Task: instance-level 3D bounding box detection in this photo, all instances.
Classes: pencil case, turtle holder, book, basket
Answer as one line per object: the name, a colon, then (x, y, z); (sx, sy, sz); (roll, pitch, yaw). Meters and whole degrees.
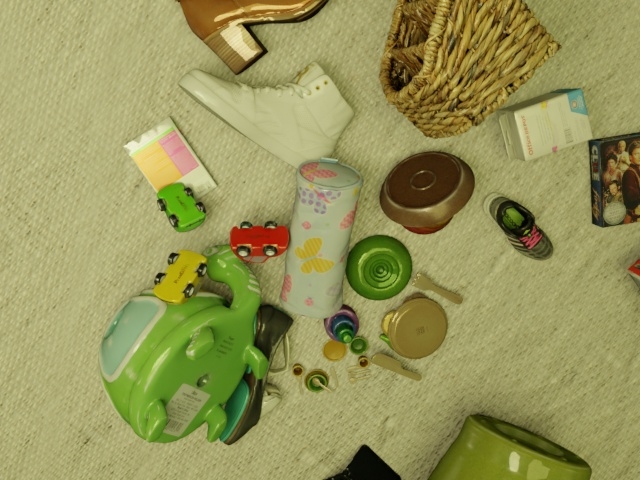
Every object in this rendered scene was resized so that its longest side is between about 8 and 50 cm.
pencil case: (0.000, 0.000, 1.101); (0.113, 0.124, 0.273); (13, 121, 7)
turtle holder: (-0.240, 0.166, 1.087); (0.227, 0.243, 0.320); (31, 110, 33)
book: (-0.260, -0.130, 1.125); (0.096, 0.035, 0.144); (-32, 105, 1)
basket: (0.171, -0.304, 0.990); (0.213, 0.299, 0.223); (-43, 106, 7)

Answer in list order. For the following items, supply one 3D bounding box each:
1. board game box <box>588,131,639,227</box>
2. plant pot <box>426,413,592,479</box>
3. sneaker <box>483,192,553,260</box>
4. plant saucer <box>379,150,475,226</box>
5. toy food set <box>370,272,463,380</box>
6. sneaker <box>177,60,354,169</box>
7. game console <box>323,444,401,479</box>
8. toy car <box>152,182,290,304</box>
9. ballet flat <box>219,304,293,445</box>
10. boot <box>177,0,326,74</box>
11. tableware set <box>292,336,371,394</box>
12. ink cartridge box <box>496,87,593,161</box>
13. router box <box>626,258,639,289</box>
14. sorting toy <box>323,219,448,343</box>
board game box: (0.631, -0.125, 1.209); (0.243, 0.042, 0.165); (-10, 104, -3)
plant pot: (0.328, 0.532, 1.203); (0.366, 0.366, 0.353); (20, 89, -10)
sneaker: (0.373, -0.018, 1.192); (0.063, 0.075, 0.170); (-45, 104, 5)
plant saucer: (0.179, -0.097, 1.112); (0.168, 0.168, 0.029); (-30, 135, 2)
toy food set: (0.182, 0.165, 1.241); (0.132, 0.038, 0.192); (27, 94, -18)
sneaker: (-0.077, -0.239, 1.066); (0.292, 0.108, 0.169); (29, 97, -33)
game console: (0.084, 0.493, 1.317); (0.122, 0.071, 0.107); (46, 125, -13)
toy car: (-0.198, -0.008, 1.072); (0.239, 0.225, 0.053); (-27, 148, -23)
ballet flat: (-0.111, 0.258, 1.204); (0.096, 0.095, 0.280); (12, 102, -21)
boot: (-0.104, -0.436, 1.043); (0.283, 0.109, 0.220); (-36, 100, 11)
tableware set: (0.022, 0.242, 1.245); (0.154, 0.024, 0.104); (-12, 104, -2)
ink cartridge box: (0.385, -0.203, 1.142); (0.143, 0.090, 0.092); (-18, 104, 0)
router box: (0.796, 0.081, 1.231); (0.301, 0.082, 0.335); (-42, 112, 5)
sorting toy: (0.130, 0.044, 1.157); (0.127, 0.126, 0.365); (34, 97, -12)
